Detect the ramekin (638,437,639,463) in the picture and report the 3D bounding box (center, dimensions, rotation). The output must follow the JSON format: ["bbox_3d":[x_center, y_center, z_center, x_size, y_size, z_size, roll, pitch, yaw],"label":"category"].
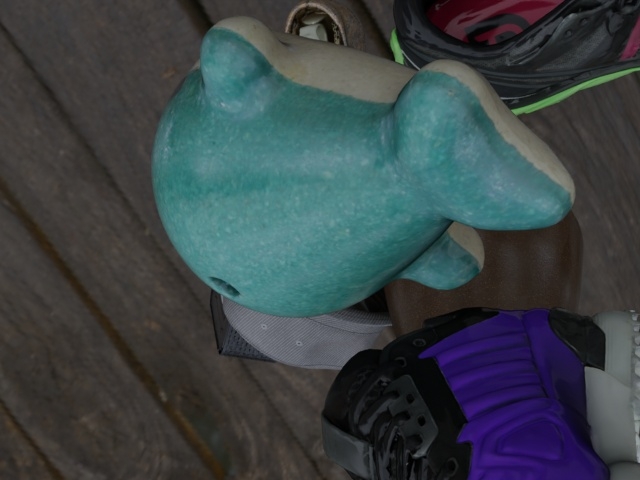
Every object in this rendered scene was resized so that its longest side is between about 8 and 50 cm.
[{"bbox_3d":[0.322,0.281,1.452,0.135,0.277,0.277,-17,119,-6],"label":"ramekin"}]

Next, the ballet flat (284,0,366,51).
[{"bbox_3d":[0.000,-0.112,1.182,0.107,0.106,0.316,-9,80,17],"label":"ballet flat"}]

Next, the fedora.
[{"bbox_3d":[-0.011,0.080,1.381,0.275,0.244,0.124,20,111,-7],"label":"fedora"}]

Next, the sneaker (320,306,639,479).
[{"bbox_3d":[0.065,0.106,0.487,0.146,0.293,0.102,9,108,12],"label":"sneaker"}]

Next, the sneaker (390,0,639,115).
[{"bbox_3d":[0.284,-0.249,0.986,0.483,0.202,0.185,-25,69,17],"label":"sneaker"}]

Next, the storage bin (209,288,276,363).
[{"bbox_3d":[-0.100,0.079,1.576,0.084,0.180,0.122,10,114,-16],"label":"storage bin"}]

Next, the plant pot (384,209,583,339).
[{"bbox_3d":[0.160,0.082,1.081,0.215,0.230,0.215,3,128,4],"label":"plant pot"}]

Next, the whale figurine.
[{"bbox_3d":[0.007,-0.027,0.605,0.216,0.141,0.272,43,161,-26],"label":"whale figurine"}]
